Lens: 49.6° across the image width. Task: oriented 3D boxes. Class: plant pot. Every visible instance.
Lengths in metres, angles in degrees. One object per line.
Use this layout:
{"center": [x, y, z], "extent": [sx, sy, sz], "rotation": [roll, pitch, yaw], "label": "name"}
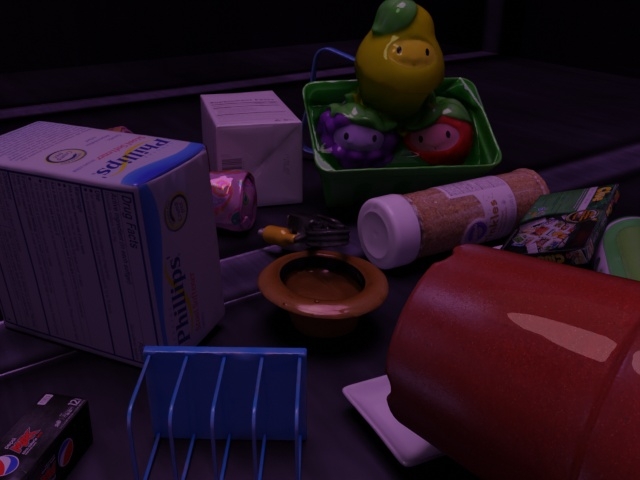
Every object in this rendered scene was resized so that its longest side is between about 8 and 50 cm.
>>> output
{"center": [0.220, 0.133, 0.632], "extent": [0.265, 0.273, 0.272], "rotation": [22, 32, 38], "label": "plant pot"}

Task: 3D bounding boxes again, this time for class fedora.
{"center": [0.002, 0.082, 0.979], "extent": [0.194, 0.079, 0.194], "rotation": [1, 25, -1], "label": "fedora"}

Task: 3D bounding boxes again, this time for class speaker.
{"center": [0.454, 0.067, 0.971], "extent": [0.131, 0.131, 0.296], "rotation": [7, 25, 14], "label": "speaker"}

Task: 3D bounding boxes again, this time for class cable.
{"center": [0.000, 0.000, 1.119], "extent": [0.139, 0.072, 0.287], "rotation": [4, 8, -21], "label": "cable"}

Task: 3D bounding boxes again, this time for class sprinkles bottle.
{"center": [0.240, -0.044, 1.217], "extent": [0.355, 0.121, 0.121], "rotation": [-13, 28, -28], "label": "sprinkles bottle"}

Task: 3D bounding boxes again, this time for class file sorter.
{"center": [-0.100, 0.185, 0.703], "extent": [0.170, 0.118, 0.104], "rotation": [1, 27, 1], "label": "file sorter"}

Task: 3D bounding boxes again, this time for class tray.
{"center": [0.174, 0.188, 0.808], "extent": [0.270, 0.030, 0.145], "rotation": [-11, 26, -23], "label": "tray"}

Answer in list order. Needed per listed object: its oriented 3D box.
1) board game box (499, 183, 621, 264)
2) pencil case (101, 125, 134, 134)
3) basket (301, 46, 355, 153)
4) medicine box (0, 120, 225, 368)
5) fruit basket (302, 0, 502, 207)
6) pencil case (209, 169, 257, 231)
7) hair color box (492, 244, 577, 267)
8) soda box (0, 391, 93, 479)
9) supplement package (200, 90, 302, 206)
{"center": [0.381, -0.025, 1.095], "extent": [0.136, 0.030, 0.259], "rotation": [-10, 19, 37], "label": "board game box"}
{"center": [-0.470, -0.065, 1.118], "extent": [0.385, 0.167, 0.160], "rotation": [-13, -5, -5], "label": "pencil case"}
{"center": [0.098, -0.292, 1.609], "extent": [0.288, 0.255, 0.201], "rotation": [22, 31, 18], "label": "basket"}
{"center": [-0.294, 0.001, 0.917], "extent": [0.289, 0.264, 0.149], "rotation": [11, 31, 21], "label": "medicine box"}
{"center": [0.155, -0.258, 1.342], "extent": [0.391, 0.392, 0.283], "rotation": [-3, 55, -9], "label": "fruit basket"}
{"center": [-0.263, -0.079, 1.296], "extent": [0.283, 0.124, 0.124], "rotation": [3, 24, 8], "label": "pencil case"}
{"center": [0.313, 0.047, 1.100], "extent": [0.167, 0.054, 0.093], "rotation": [-13, 28, -24], "label": "hair color box"}
{"center": [-0.290, 0.224, 0.679], "extent": [0.053, 0.060, 0.169], "rotation": [7, 24, 10], "label": "soda box"}
{"center": [-0.155, -0.204, 1.493], "extent": [0.175, 0.178, 0.293], "rotation": [-6, 24, -14], "label": "supplement package"}
